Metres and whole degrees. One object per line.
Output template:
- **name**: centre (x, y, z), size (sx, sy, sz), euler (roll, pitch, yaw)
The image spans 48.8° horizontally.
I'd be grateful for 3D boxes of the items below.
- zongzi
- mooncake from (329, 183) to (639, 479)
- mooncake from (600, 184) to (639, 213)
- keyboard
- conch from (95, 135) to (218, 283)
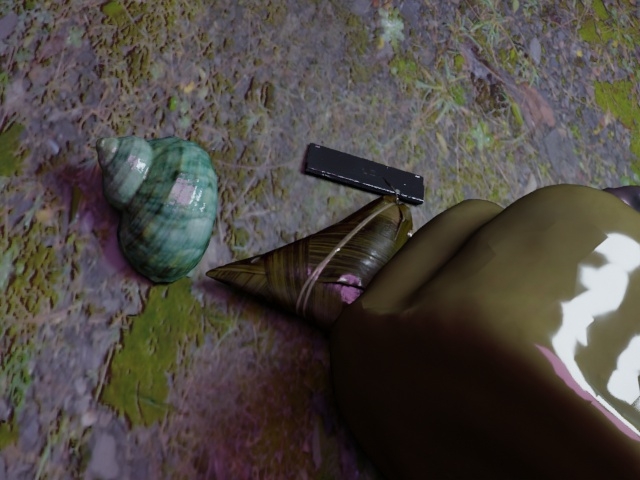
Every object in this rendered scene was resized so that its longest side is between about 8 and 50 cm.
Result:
- **zongzi**: centre (0.000, 0.000, 0.981), size (0.241, 0.111, 0.248), euler (23, 54, 3)
- **mooncake**: centre (0.236, 0.177, 0.754), size (0.262, 0.467, 0.467), euler (-38, 79, -29)
- **mooncake**: centre (0.478, 0.087, 0.939), size (0.381, 0.350, 0.212), euler (40, 96, 23)
- **keyboard**: centre (0.071, -0.103, 1.103), size (0.195, 0.018, 0.060), euler (16, 53, -9)
- **conch**: centre (-0.214, -0.058, 0.932), size (0.188, 0.122, 0.176), euler (43, 84, 11)
